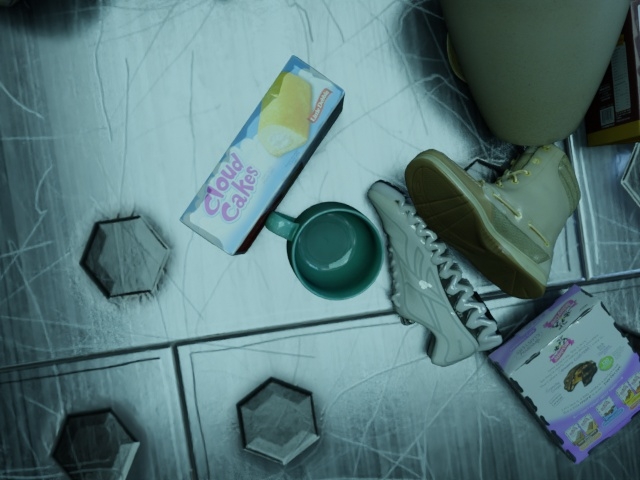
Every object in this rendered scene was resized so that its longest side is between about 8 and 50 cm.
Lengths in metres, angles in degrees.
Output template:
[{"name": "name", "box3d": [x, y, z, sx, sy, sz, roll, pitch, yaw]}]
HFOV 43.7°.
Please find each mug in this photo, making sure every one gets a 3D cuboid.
[{"name": "mug", "box3d": [0.010, -0.001, 1.124, 0.129, 0.097, 0.158, -31, 105, -2]}]

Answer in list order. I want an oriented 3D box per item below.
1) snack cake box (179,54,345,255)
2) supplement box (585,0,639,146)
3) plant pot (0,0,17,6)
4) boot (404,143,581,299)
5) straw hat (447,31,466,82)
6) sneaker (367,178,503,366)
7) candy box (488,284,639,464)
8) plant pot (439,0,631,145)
[{"name": "snack cake box", "box3d": [-0.074, -0.110, 1.104, 0.089, 0.152, 0.264, 34, 90, -1]}, {"name": "supplement box", "box3d": [0.451, -0.237, 1.088, 0.129, 0.191, 0.194, -5, 92, -1]}, {"name": "plant pot", "box3d": [-0.479, -0.467, 1.036, 0.280, 0.323, 0.323, 33, 91, -18]}, {"name": "boot", "box3d": [0.245, -0.074, 1.091, 0.262, 0.095, 0.203, 42, 61, -16]}, {"name": "straw hat", "box3d": [0.221, -0.296, 1.144, 0.144, 0.061, 0.145, -7, 108, -24]}, {"name": "sneaker", "box3d": [0.141, 0.049, 1.140, 0.118, 0.110, 0.292, -32, 91, 9]}, {"name": "candy box", "box3d": [0.361, 0.190, 1.130, 0.164, 0.070, 0.196, -39, 111, 0]}, {"name": "plant pot", "box3d": [0.272, -0.270, 1.025, 0.256, 0.257, 0.274, -12, 130, -1]}]
